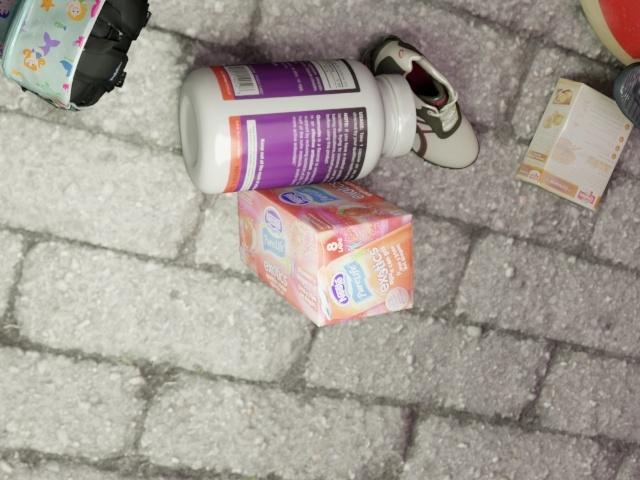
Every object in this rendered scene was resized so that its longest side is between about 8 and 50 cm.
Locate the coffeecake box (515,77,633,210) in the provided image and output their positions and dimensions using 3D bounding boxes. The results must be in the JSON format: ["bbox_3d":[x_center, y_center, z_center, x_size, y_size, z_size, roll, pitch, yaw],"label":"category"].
[{"bbox_3d":[0.440,-0.163,1.962,0.142,0.068,0.185,21,95,-31],"label":"coffeecake box"}]

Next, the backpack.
[{"bbox_3d":[-0.324,-0.286,1.458,0.191,0.253,0.225,25,95,-9],"label":"backpack"}]

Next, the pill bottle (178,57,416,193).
[{"bbox_3d":[-0.033,-0.169,1.657,0.323,0.181,0.181,-6,107,-19],"label":"pill bottle"}]

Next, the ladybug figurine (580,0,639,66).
[{"bbox_3d":[0.570,-0.467,1.882,0.305,0.162,0.449,-39,117,-10],"label":"ladybug figurine"}]

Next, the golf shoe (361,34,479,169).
[{"bbox_3d":[0.173,-0.201,1.796,0.105,0.120,0.273,-49,120,-7],"label":"golf shoe"}]

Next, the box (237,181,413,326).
[{"bbox_3d":[0.000,0.000,1.667,0.154,0.300,0.142,-10,110,-22],"label":"box"}]

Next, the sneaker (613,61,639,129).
[{"bbox_3d":[0.582,-0.235,1.958,0.319,0.131,0.112,19,107,-39],"label":"sneaker"}]
